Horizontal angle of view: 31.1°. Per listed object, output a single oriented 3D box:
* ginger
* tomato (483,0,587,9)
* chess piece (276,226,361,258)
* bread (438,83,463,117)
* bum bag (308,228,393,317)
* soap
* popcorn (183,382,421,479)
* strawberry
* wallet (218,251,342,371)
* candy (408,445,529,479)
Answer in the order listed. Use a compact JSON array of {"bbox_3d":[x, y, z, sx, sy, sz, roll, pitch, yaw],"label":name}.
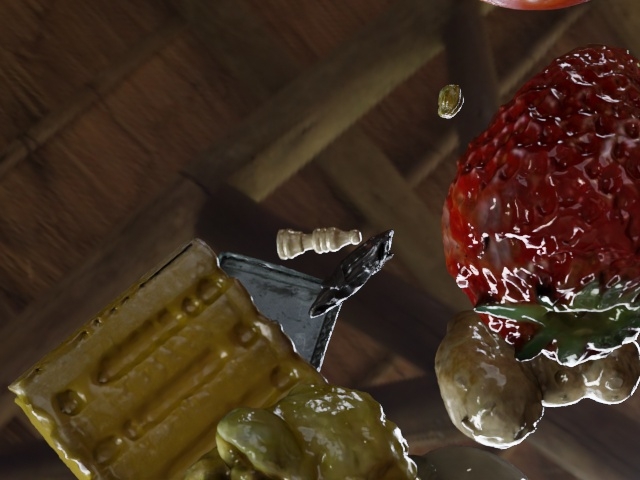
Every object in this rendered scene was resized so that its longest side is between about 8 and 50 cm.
[{"bbox_3d":[0.318,0.185,1.716,0.304,0.244,0.155,-15,-59,-12],"label":"ginger"},{"bbox_3d":[0.249,-0.356,1.120,0.226,0.298,0.298,11,-72,-28],"label":"tomato"},{"bbox_3d":[0.000,0.000,1.277,0.035,0.092,0.035,-6,-90,-78],"label":"chess piece"},{"bbox_3d":[0.192,-0.205,1.703,0.088,0.034,0.049,-28,-54,-89],"label":"bread"},{"bbox_3d":[0.033,0.034,1.202,0.124,0.034,0.058,-43,-4,8],"label":"bum bag"},{"bbox_3d":[-0.199,0.209,1.531,0.335,0.293,0.156,-43,-6,-19],"label":"soap"},{"bbox_3d":[-0.018,0.247,1.044,0.233,0.192,0.266,-40,-45,6],"label":"popcorn"},{"bbox_3d":[0.257,-0.047,1.241,0.292,0.310,0.291,-17,-27,-9],"label":"strawberry"},{"bbox_3d":[-0.118,0.197,1.909,0.075,0.237,0.342,99,-171,-62],"label":"wallet"},{"bbox_3d":[0.147,0.354,1.199,0.185,0.295,0.295,10,-67,-12],"label":"candy"}]
